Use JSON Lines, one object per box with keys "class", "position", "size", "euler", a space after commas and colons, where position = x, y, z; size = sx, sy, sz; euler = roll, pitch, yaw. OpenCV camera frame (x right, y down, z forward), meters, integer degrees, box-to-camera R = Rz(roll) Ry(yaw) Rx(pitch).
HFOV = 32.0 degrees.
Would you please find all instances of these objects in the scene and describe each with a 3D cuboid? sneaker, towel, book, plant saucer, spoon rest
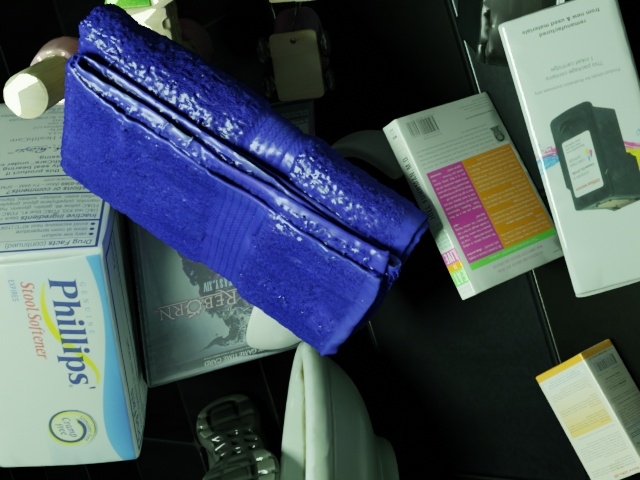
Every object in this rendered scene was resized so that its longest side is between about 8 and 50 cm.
{"class": "sneaker", "position": [-0.083, 0.281, 1.281], "size": [0.267, 0.101, 0.106], "euler": [-101, -7, -66]}
{"class": "towel", "position": [-0.081, -0.032, 0.902], "size": [0.308, 0.076, 0.228], "euler": [35, 147, 4]}
{"class": "book", "position": [0.118, -0.037, 0.859], "size": [0.035, 0.096, 0.144], "euler": [-33, 78, 57]}
{"class": "plant saucer", "position": [0.014, 0.299, 1.098], "size": [0.400, 0.100, 0.401], "euler": [-176, 90, -86]}
{"class": "spoon rest", "position": [0.000, 0.000, 1.042], "size": [0.084, 0.137, 0.276], "euler": [40, 130, 12]}

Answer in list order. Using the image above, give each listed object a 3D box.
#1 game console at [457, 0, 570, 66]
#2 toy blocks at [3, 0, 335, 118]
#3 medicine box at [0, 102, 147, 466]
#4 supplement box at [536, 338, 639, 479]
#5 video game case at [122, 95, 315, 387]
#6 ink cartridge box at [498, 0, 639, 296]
{"class": "game console", "position": [0.145, -0.195, 0.815], "size": [0.107, 0.071, 0.122], "euler": [10, 120, 20]}
{"class": "toy blocks", "position": [-0.139, -0.278, 1.052], "size": [0.260, 0.309, 0.289], "euler": [-69, -27, -69]}
{"class": "medicine box", "position": [-0.262, 0.036, 1.142], "size": [0.289, 0.149, 0.263], "euler": [-95, 3, -54]}
{"class": "supplement box", "position": [0.218, 0.134, 0.859], "size": [0.098, 0.036, 0.062], "euler": [63, 147, 11]}
{"class": "video game case", "position": [-0.093, 0.001, 1.102], "size": [0.026, 0.196, 0.274], "euler": [-139, 41, -56]}
{"class": "ink cartridge box", "position": [0.177, -0.065, 0.721], "size": [0.072, 0.127, 0.175], "euler": [-16, 95, 15]}
